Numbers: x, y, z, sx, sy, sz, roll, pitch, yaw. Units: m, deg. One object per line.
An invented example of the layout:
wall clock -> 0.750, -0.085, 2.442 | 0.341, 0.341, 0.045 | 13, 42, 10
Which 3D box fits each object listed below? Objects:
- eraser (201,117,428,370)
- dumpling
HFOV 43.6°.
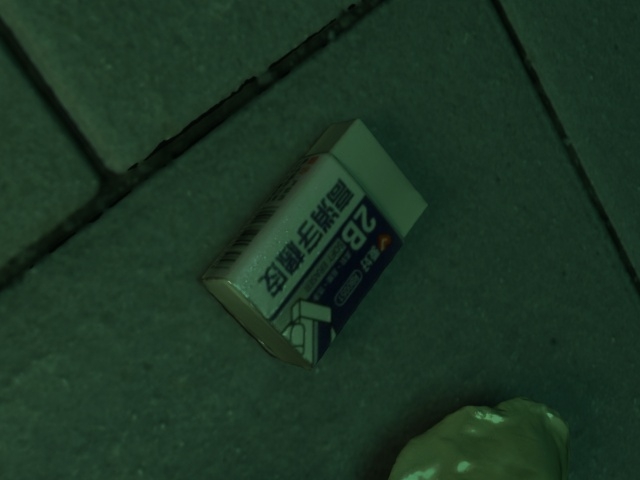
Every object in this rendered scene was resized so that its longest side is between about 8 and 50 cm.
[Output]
eraser -> 0.000, 0.000, 0.754 | 0.124, 0.068, 0.210 | 48, 65, -21
dumpling -> 0.156, 0.250, 0.812 | 0.250, 0.132, 0.162 | -33, 115, -12
